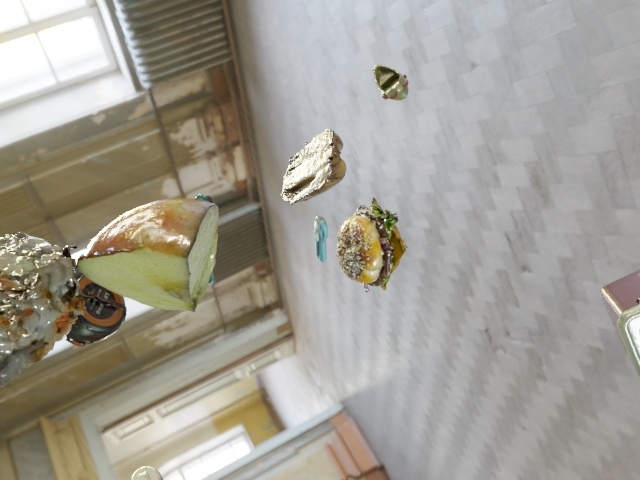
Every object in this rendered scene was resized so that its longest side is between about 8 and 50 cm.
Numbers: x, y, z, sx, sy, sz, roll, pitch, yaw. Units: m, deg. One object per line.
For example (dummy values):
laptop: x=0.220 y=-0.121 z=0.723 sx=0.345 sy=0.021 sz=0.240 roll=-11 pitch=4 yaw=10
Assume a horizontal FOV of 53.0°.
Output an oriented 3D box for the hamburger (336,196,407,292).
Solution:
hamburger: x=0.092 y=0.010 z=1.274 sx=0.164 sy=0.093 sz=0.189 roll=52 pitch=140 yaw=41

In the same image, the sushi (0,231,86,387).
sushi: x=-0.590 y=0.113 z=1.045 sx=0.417 sy=0.418 sz=0.175 roll=-143 pitch=48 yaw=-60

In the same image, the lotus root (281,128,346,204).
lotus root: x=-0.013 y=-0.170 z=1.649 sx=0.329 sy=0.078 sz=0.167 roll=-16 pitch=61 yaw=65

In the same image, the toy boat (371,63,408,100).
toy boat: x=0.198 y=-0.435 z=1.783 sx=0.071 sy=0.089 sz=0.185 roll=40 pitch=-168 yaw=-34

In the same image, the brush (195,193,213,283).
brush: x=-0.240 y=-0.004 z=1.374 sx=0.043 sy=0.032 sz=0.193 roll=5 pitch=104 yaw=41

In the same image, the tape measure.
tape measure: x=-0.664 y=0.187 z=1.822 sx=0.223 sy=0.135 sz=0.202 roll=44 pitch=-147 yaw=-28

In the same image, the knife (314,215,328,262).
knife: x=0.000 y=0.000 z=1.800 sx=0.064 sy=0.031 sz=0.222 roll=58 pitch=165 yaw=26

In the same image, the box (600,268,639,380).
box: x=0.707 y=0.193 z=1.305 sx=0.294 sy=0.193 sz=0.167 roll=59 pitch=-169 yaw=-18

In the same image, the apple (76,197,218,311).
apple: x=-0.274 y=0.026 z=1.113 sx=0.179 sy=0.254 sz=0.346 roll=52 pitch=162 yaw=11

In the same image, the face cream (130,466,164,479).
face cream: x=-0.323 y=0.632 z=1.382 sx=0.139 sy=0.067 sz=0.284 roll=8 pitch=120 yaw=63
